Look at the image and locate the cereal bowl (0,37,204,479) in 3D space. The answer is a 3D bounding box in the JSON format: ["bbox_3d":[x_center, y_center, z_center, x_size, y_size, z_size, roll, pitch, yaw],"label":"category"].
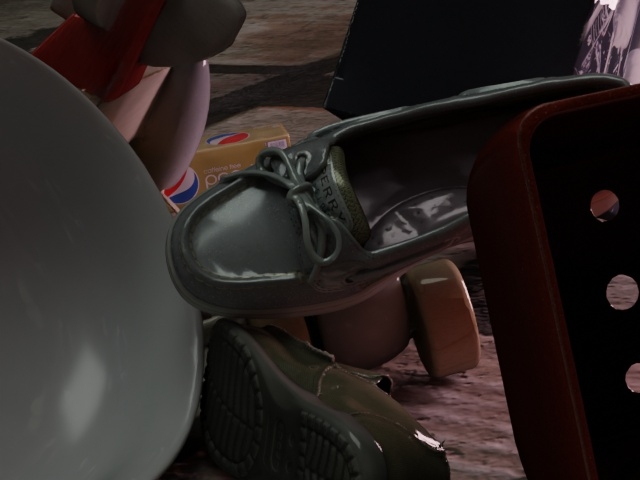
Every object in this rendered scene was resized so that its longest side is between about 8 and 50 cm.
[{"bbox_3d":[-0.238,0.037,1.157,0.141,0.339,0.339,-30,3,35],"label":"cereal bowl"}]

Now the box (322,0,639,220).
[{"bbox_3d":[0.175,-0.199,1.434,0.179,0.312,0.343,17,-1,20],"label":"box"}]

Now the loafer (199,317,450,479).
[{"bbox_3d":[-0.002,0.118,1.148,0.087,0.094,0.251,2,18,-28],"label":"loafer"}]

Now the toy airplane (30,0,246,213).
[{"bbox_3d":[-0.193,-0.071,1.509,0.386,0.272,0.384,-41,3,-22],"label":"toy airplane"}]

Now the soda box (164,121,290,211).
[{"bbox_3d":[-0.119,-0.070,1.824,0.181,0.058,0.061,-10,18,-7],"label":"soda box"}]

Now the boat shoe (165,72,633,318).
[{"bbox_3d":[0.052,-0.037,1.180,0.320,0.118,0.103,-13,-22,-1],"label":"boat shoe"}]

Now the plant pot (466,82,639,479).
[{"bbox_3d":[0.217,0.034,1.033,0.267,0.267,0.236,-13,5,-14],"label":"plant pot"}]

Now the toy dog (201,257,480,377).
[{"bbox_3d":[0.000,0.000,1.371,0.220,0.161,0.334,-17,19,-26],"label":"toy dog"}]
